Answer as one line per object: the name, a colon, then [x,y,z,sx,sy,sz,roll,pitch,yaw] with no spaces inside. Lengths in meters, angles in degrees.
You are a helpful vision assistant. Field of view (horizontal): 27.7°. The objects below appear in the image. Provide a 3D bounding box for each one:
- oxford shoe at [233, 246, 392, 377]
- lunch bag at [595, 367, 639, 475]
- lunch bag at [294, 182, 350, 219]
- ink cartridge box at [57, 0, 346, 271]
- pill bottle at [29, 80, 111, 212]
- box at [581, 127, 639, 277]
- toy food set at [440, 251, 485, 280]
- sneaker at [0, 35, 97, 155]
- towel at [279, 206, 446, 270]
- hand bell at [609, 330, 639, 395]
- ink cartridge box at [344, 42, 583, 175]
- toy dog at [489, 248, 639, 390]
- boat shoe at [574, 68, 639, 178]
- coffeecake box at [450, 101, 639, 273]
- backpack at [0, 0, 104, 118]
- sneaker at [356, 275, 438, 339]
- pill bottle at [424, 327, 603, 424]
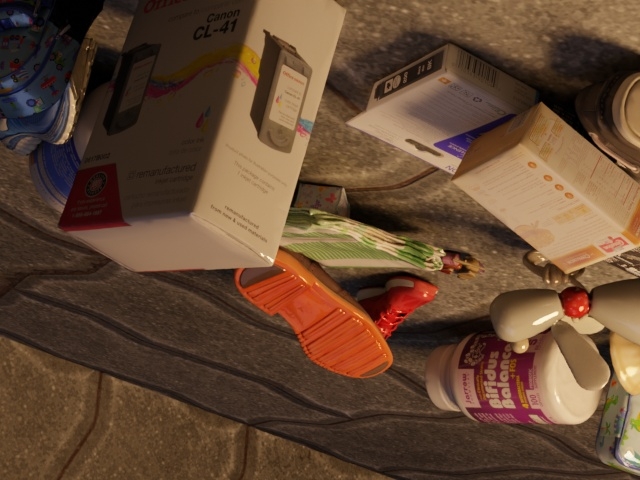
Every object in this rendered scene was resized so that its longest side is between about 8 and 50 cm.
oxford shoe: [-0.001,0.095,2.145,0.130,0.133,0.363,-29,126,21]
lunch bag: [0.585,0.303,2.254,0.176,0.219,0.090,21,166,-16]
lunch bag: [0.004,-0.046,1.918,0.071,0.053,0.083,6,150,16]
ink cartridge box: [-0.125,-0.129,1.379,0.226,0.306,0.131,-6,153,43]
pill bottle: [-0.273,-0.127,1.720,0.152,0.152,0.272,23,159,-26]
box: [0.396,-0.045,1.614,0.307,0.076,0.242,23,159,-26]
toy food set: [0.219,0.038,2.062,0.078,0.019,0.122,17,168,-9]
sneaker: [-0.391,-0.193,1.653,0.147,0.130,0.330,21,160,-27]
towel: [0.000,0.000,1.912,0.248,0.038,0.325,1,170,40]
hand bell: [0.599,0.165,2.073,0.242,0.126,0.126,-17,146,35]
ink cartridge box: [0.168,-0.144,1.536,0.206,0.045,0.208,23,157,-26]
toy dog: [0.420,0.129,1.824,0.334,0.220,0.161,4,116,26]
boat shoe: [0.424,-0.091,1.442,0.335,0.112,0.095,29,174,-25]
coffeecake box: [0.266,-0.055,1.473,0.185,0.068,0.142,38,152,-13]
backpack: [-0.345,-0.228,1.451,0.158,0.173,0.117,4,159,27]
sneaker: [0.125,0.140,2.242,0.087,0.128,0.221,19,162,-19]
pill bottle: [0.339,0.245,2.330,0.301,0.169,0.169,-8,152,45]
